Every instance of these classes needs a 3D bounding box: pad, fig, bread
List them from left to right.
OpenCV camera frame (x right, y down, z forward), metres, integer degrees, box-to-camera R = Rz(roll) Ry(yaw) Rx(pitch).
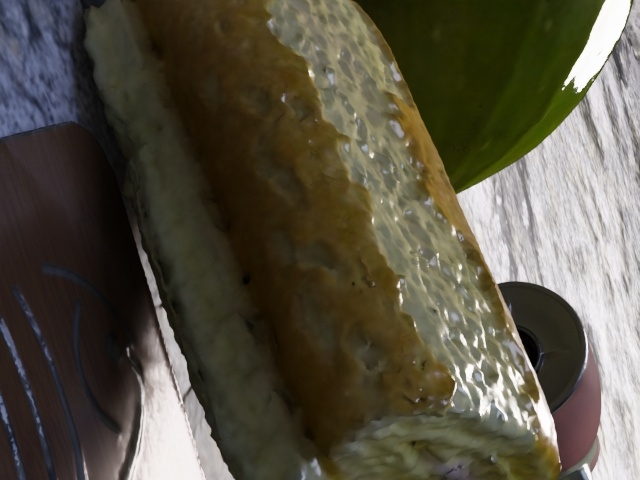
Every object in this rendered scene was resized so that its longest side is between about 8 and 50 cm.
[{"bbox_3d":[-0.149,0.085,0.866,0.284,0.018,0.287,-29,106,-67],"label":"pad"},{"bbox_3d":[0.000,0.000,0.995,0.236,0.165,0.375,25,37,-55],"label":"bread"},{"bbox_3d":[0.110,-0.187,1.321,0.316,0.316,0.316,-13,90,-68],"label":"fig"}]

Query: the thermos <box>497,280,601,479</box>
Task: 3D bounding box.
[{"bbox_3d":[0.203,0.151,1.555,0.176,0.146,0.265,60,2,32],"label":"thermos"}]
